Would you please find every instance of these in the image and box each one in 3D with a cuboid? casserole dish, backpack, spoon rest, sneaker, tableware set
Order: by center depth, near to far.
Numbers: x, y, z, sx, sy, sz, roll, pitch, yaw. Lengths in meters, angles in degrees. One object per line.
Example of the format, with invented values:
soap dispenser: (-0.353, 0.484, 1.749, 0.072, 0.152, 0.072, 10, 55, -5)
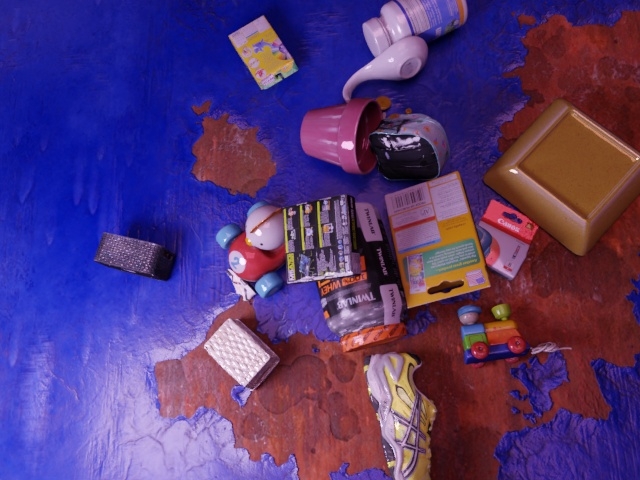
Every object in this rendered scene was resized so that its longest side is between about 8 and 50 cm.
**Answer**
sneaker: (0.214, 0.449, 1.293, 0.147, 0.145, 0.385, -16, 76, 4)
casserole dish: (0.352, -0.013, 1.418, 0.188, 0.037, 0.114, 37, 86, 34)
backpack: (0.244, -0.244, 1.434, 0.188, 0.166, 0.144, 14, 50, 42)
sneaker: (-0.223, 0.120, 1.489, 0.109, 0.040, 0.044, 44, 96, 20)
spoon rest: (0.180, -0.476, 1.547, 0.276, 0.137, 0.084, -32, 57, 4)
tableware set: (0.185, -0.365, 1.569, 0.154, 0.024, 0.104, 9, 68, 12)

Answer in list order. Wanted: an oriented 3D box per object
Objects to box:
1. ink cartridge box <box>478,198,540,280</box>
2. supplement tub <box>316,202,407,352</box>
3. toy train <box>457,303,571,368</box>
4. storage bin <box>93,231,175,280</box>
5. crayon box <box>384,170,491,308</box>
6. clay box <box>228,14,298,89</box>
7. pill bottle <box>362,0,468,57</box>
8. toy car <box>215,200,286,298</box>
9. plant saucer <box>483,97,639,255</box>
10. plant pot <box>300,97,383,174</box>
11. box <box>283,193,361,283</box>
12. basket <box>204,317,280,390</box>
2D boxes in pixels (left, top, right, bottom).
ink cartridge box: (0.474, -0.006, 1.427, 0.145, 0.045, 0.179, 29, 84, 13)
supplement tub: (0.091, 0.094, 1.367, 0.207, 0.207, 0.338, -17, 74, 3)
toy train: (0.467, 0.219, 1.348, 0.247, 0.105, 0.144, -10, 61, 5)
storage bin: (-0.508, 0.047, 1.501, 0.180, 0.122, 0.085, 11, 77, 10)
crayon box: (0.290, 0.007, 1.366, 0.203, 0.083, 0.323, -17, 59, 18)
clay box: (-0.167, -0.555, 1.648, 0.127, 0.053, 0.222, -31, 75, -1)
pill bottle: (0.264, -0.626, 1.558, 0.271, 0.152, 0.152, -28, 74, 1)
toy car: (-0.150, -0.008, 1.400, 0.210, 0.238, 0.219, -37, 73, -13)
plant saucer: (0.661, -0.186, 1.426, 0.332, 0.081, 0.333, 42, 83, 15)
plant pot: (0.054, -0.286, 1.489, 0.180, 0.201, 0.202, 9, 77, 26)
box: (0.000, 0.000, 1.288, 0.184, 0.045, 0.191, -11, 79, 33)
basket: (-0.205, 0.290, 1.408, 0.167, 0.103, 0.113, 40, 83, 16)
